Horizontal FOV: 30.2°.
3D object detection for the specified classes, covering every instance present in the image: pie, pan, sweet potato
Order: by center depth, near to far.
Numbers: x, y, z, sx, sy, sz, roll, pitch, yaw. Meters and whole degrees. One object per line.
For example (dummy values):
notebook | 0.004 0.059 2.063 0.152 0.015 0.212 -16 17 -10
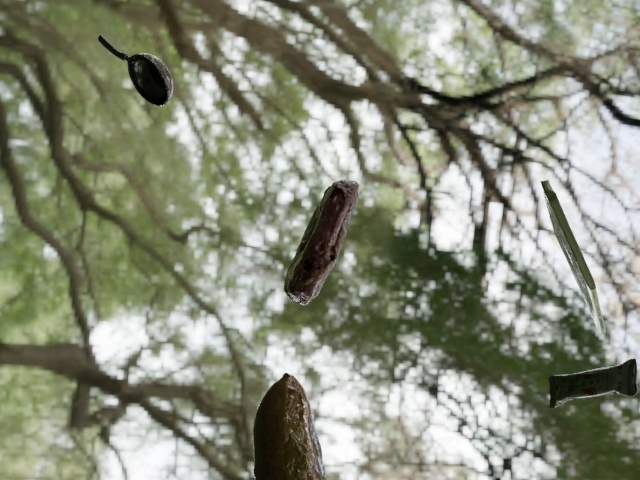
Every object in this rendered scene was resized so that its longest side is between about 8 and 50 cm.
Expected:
pie | 0.000 0.000 1.315 0.153 0.038 0.154 -158 -90 -83
pan | -0.213 -0.207 1.396 0.115 0.023 0.068 42 -33 8
sweet potato | -0.046 0.377 1.643 0.109 0.109 0.385 149 -56 -64

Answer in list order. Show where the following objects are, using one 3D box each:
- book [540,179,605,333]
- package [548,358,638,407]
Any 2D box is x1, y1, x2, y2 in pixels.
book | 0.341 0.024 1.589 0.192 0.013 0.168 53 16 -63
package | 0.268 0.142 1.173 0.110 0.015 0.037 -21 -125 50
